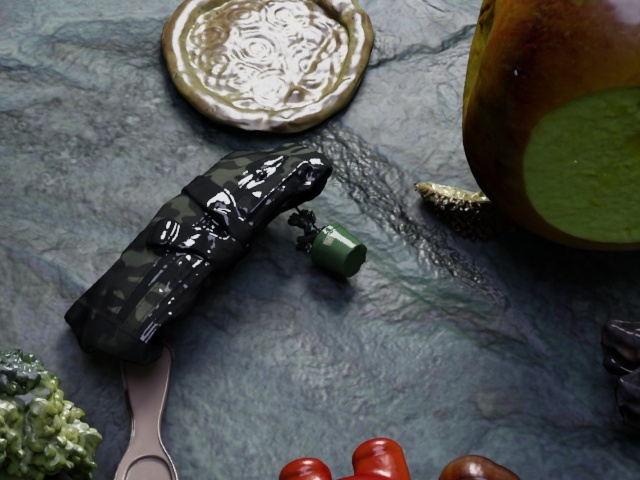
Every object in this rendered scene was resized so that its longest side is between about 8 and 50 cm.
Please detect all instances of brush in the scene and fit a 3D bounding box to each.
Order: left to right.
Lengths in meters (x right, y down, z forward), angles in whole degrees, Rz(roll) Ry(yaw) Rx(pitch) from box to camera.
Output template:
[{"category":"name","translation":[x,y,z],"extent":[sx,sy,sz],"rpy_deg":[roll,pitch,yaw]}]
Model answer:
[{"category":"brush","translation":[-0.170,0.223,1.626],"extent":[0.072,0.067,0.313],"rpy_deg":[-3,45,-3]}]

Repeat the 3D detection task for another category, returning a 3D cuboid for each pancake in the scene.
[{"category":"pancake","translation":[-0.065,-0.223,1.935],"extent":[0.250,0.031,0.250],"rpy_deg":[1,57,-1]}]

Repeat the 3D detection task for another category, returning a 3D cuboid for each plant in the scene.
[{"category":"plant","translation":[0.000,0.000,1.782],"extent":[0.102,0.051,0.051],"rpy_deg":[32,60,33]}]

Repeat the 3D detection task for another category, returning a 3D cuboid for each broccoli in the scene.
[{"category":"broccoli","translation":[-0.322,0.229,1.554],"extent":[0.247,0.263,0.243],"rpy_deg":[-31,86,15]}]

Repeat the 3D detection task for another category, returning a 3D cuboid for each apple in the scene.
[{"category":"apple","translation":[0.324,-0.162,1.704],"extent":[0.374,0.384,0.374],"rpy_deg":[2,73,-6]}]

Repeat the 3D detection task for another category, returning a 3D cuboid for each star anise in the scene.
[{"category":"star anise","translation":[0.386,0.146,1.670],"extent":[0.223,0.109,0.236],"rpy_deg":[-32,77,-27]}]

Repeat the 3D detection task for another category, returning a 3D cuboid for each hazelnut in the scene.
[{"category":"hazelnut","translation":[0.154,0.245,1.612],"extent":[0.086,0.086,0.086],"rpy_deg":[1,56,-2]}]

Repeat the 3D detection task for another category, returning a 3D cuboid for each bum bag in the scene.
[{"category":"bum bag","translation":[-0.132,0.001,1.740],"extent":[0.144,0.095,0.340],"rpy_deg":[18,54,40]}]

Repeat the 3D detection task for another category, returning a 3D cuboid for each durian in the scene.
[{"category":"durian","translation":[0.162,-0.040,1.812],"extent":[0.130,0.052,0.066],"rpy_deg":[13,54,7]}]

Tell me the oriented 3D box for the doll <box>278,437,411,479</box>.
[{"category":"doll","translation":[0.051,0.340,1.525],"extent":[0.199,0.105,0.336],"rpy_deg":[-15,51,1]}]
